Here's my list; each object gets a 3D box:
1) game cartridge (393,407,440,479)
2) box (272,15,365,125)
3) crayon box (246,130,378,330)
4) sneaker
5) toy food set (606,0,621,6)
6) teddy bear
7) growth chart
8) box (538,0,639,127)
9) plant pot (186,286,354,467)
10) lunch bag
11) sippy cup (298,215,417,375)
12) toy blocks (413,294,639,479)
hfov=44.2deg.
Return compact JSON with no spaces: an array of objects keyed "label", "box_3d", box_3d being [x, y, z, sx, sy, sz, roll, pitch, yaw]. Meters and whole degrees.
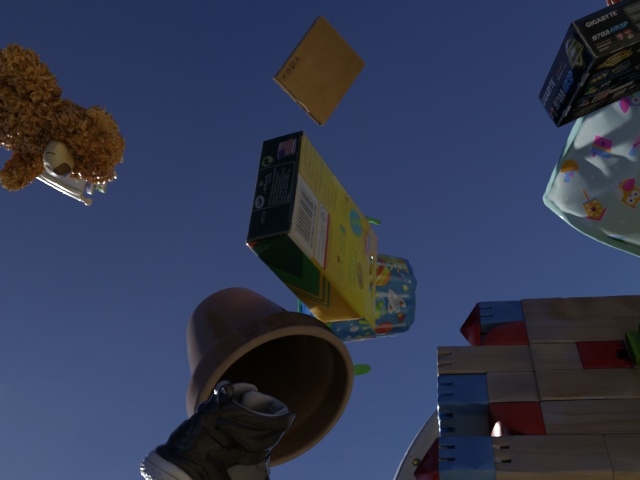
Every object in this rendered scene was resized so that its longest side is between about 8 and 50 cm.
[{"label":"game cartridge","box_3d":[0.248,0.328,1.197,0.294,0.196,0.060,-41,-17,-25]},{"label":"box","box_3d":[0.001,-0.394,1.835,0.164,0.021,0.201,43,-112,-26]},{"label":"crayon box","box_3d":[0.000,0.000,1.298,0.318,0.081,0.202,51,-144,-45]},{"label":"sneaker","box_3d":[-0.076,0.259,0.902,0.153,0.101,0.268,-54,-42,-14]},{"label":"toy food set","box_3d":[0.430,-0.347,1.043,0.071,0.218,0.128,-22,-72,-23]},{"label":"teddy bear","box_3d":[-0.475,-0.191,1.220,0.245,0.338,0.113,-42,9,27]},{"label":"growth chart","box_3d":[-0.464,-0.155,1.490,0.237,0.172,0.021,-48,14,46]},{"label":"box","box_3d":[0.365,-0.220,0.873,0.220,0.051,0.175,-24,-15,-2]},{"label":"plant pot","box_3d":[-0.112,0.190,1.258,0.263,0.229,0.262,-14,-56,-22]},{"label":"lunch bag","box_3d":[0.461,-0.098,1.074,0.160,0.262,0.223,-50,-19,-52]},{"label":"sippy cup","box_3d":[0.080,0.116,1.682,0.224,0.240,0.305,2,-48,-11]},{"label":"toy blocks","box_3d":[0.231,0.171,0.801,0.381,0.261,0.190,-73,-22,-63]}]
